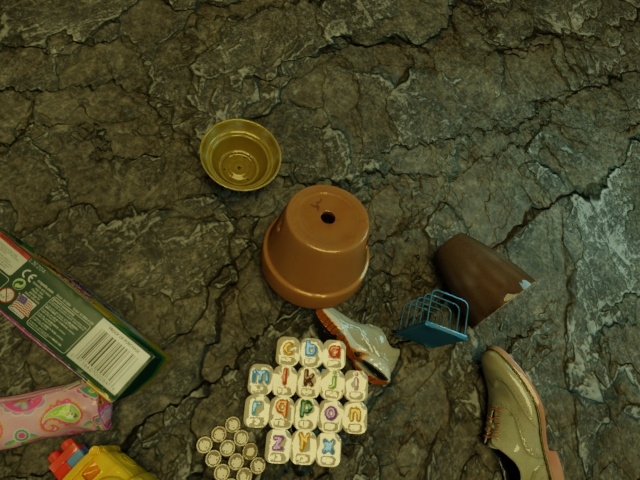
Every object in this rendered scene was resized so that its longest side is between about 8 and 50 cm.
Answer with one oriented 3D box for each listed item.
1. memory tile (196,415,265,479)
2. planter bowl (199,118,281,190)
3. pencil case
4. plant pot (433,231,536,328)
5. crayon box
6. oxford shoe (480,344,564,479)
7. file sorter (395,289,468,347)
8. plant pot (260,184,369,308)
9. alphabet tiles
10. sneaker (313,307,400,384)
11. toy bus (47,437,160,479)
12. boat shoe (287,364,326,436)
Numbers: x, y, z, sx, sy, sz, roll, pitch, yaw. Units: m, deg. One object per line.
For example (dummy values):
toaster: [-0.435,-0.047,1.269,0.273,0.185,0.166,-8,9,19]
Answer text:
memory tile: [-0.206,0.497,0.967,0.113,0.012,0.148,-31,82,-22]
planter bowl: [-0.222,-0.218,1.154,0.217,0.090,0.217,5,71,-13]
pencil case: [-0.576,0.352,0.849,0.284,0.124,0.124,-7,75,-16]
plant pot: [0.443,0.096,1.194,0.215,0.215,0.230,-27,67,-22]
crayon box: [-0.483,0.158,0.836,0.363,0.313,0.106,40,70,-1]
oxford shoe: [0.501,0.484,1.105,0.147,0.140,0.397,-14,75,-12]
file sorter: [0.300,0.212,1.119,0.118,0.170,0.104,22,64,-8]
plant pot: [0.000,0.000,1.047,0.291,0.203,0.291,6,57,-9]
alphabet tiles: [-0.031,0.371,0.978,0.284,0.021,0.278,4,67,-2]
sneaker: [0.097,0.252,1.100,0.262,0.099,0.121,45,50,2]
toy bus: [-0.475,0.513,0.825,0.211,0.149,0.220,36,69,12]
boat shoe: [-0.019,0.372,1.029,0.081,0.068,0.227,28,67,-5]
